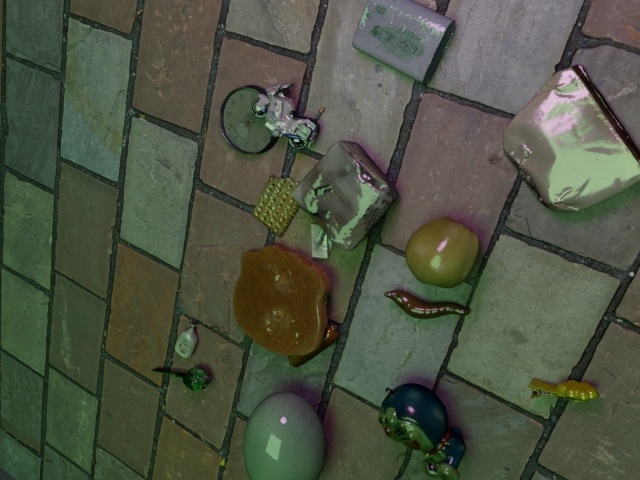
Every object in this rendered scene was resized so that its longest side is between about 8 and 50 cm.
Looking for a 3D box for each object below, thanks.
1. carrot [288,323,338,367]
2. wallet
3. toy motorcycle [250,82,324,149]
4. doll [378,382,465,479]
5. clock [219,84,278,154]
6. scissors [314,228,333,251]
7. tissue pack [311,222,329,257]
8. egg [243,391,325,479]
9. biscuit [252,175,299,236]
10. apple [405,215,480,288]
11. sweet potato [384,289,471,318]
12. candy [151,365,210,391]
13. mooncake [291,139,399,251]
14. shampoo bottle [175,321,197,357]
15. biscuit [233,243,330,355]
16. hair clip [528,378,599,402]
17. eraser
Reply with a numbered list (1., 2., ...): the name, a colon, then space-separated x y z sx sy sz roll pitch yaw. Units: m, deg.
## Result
1. carrot: -0.019 0.342 1.919 0.067 0.067 0.225 52 124 6
2. wallet: 0.603 -0.224 1.404 0.275 0.068 0.335 -37 79 28
3. toy motorcycle: -0.092 -0.372 1.714 0.221 0.102 0.150 40 109 2
4. doll: 0.301 0.551 1.739 0.322 0.186 0.198 48 155 -12
5. clock: -0.221 -0.373 1.826 0.215 0.042 0.214 9 108 27
6. scissors: 0.028 -0.061 1.777 0.134 0.020 0.187 16 102 18
7. tissue pack: 0.000 0.000 1.826 0.056 0.023 0.108 7 107 26
8. egg: -0.120 0.690 1.955 0.276 0.276 0.388 6 108 28
9. biscuit: -0.134 -0.122 1.868 0.144 0.016 0.203 38 120 14
10. apple: 0.327 0.034 1.564 0.200 0.200 0.199 9 109 27
11. sweet potato: 0.306 0.197 1.700 0.250 0.059 0.069 12 98 21
12. candy: -0.553 0.520 2.275 0.324 0.097 0.097 1 105 38
13. mooncake: 0.078 -0.129 1.673 0.250 0.136 0.254 46 113 11
14. shampoo bottle: -0.494 0.367 2.202 0.077 0.045 0.151 37 118 15
15. biscuit: -0.131 0.196 1.916 0.385 0.062 0.364 18 109 35
16. hair clip: 0.649 0.399 1.566 0.173 0.072 0.046 -5 106 40
17. eraser: 0.212 -0.529 1.515 0.227 0.081 0.174 33 119 16
